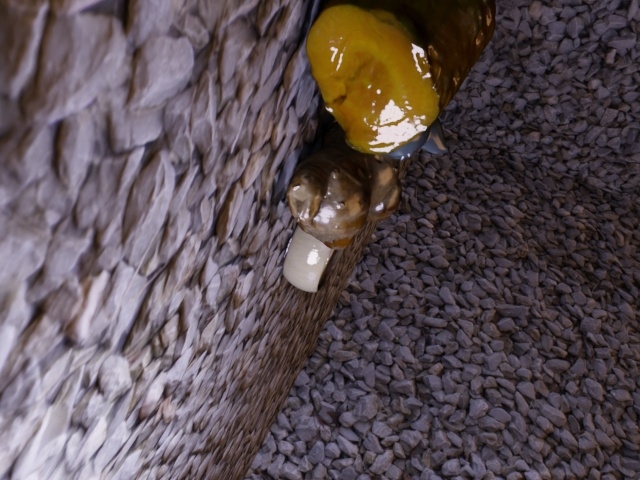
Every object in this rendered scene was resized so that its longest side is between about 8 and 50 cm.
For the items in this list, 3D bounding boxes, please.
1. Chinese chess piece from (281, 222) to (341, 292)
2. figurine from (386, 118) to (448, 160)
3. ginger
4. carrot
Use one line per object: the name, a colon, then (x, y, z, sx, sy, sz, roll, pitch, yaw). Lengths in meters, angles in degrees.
Chinese chess piece: (0.000, 0.000, 1.336, 0.250, 0.103, 0.250, 25, 90, -83)
figurine: (0.134, -0.267, 1.029, 0.193, 0.140, 0.265, 6, 82, -46)
ginger: (0.052, -0.109, 1.095, 0.375, 0.176, 0.256, -39, 133, -54)
carrot: (0.130, -0.322, 0.847, 0.341, 0.241, 0.241, -59, 168, -24)
